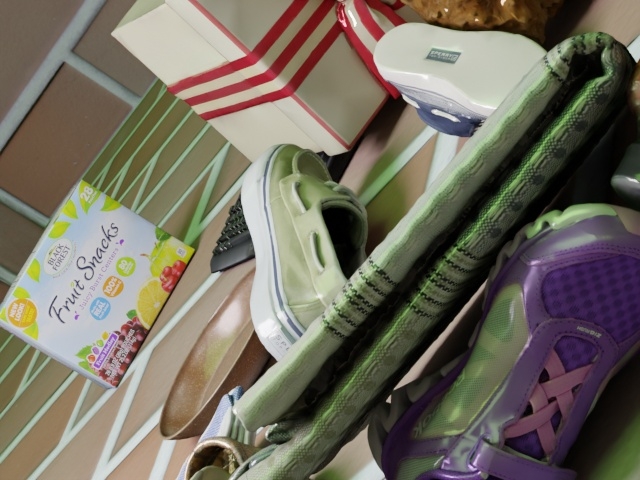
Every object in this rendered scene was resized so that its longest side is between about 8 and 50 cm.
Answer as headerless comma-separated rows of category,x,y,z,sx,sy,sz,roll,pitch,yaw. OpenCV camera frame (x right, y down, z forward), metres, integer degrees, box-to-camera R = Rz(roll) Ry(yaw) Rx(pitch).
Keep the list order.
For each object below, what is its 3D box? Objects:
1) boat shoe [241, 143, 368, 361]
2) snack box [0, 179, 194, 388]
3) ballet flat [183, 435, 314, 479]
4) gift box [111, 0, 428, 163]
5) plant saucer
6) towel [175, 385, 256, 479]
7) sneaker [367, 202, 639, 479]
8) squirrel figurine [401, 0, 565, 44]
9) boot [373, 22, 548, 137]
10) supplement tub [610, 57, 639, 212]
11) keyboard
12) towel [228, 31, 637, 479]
boat shoe,0.000,0.000,1.422,0.094,0.109,0.302,-36,29,18
snack box,-0.287,0.057,2.097,0.207,0.174,0.070,-60,13,-16
ballet flat,-0.063,0.225,1.069,0.107,0.106,0.316,-54,14,15
gift box,-0.025,-0.254,1.656,0.276,0.255,0.258,-58,20,-16
plant saucer,-0.085,0.110,1.564,0.198,0.036,0.198,-51,15,19
towel,-0.116,0.263,1.282,0.209,0.034,0.285,-58,11,30
sneaker,0.106,0.084,0.851,0.236,0.095,0.104,-55,17,35
squirrel figurine,0.184,-0.359,1.343,0.370,0.281,0.397,-41,32,18
boot,0.128,-0.114,1.279,0.069,0.086,0.190,-51,40,-10
supplement tub,0.219,-0.096,0.810,0.198,0.106,0.106,-59,14,-5
keyboard,-0.034,-0.070,1.809,0.201,0.033,0.317,-62,15,-19
towel,0.070,0.010,0.975,0.324,0.056,0.312,-52,-7,11
